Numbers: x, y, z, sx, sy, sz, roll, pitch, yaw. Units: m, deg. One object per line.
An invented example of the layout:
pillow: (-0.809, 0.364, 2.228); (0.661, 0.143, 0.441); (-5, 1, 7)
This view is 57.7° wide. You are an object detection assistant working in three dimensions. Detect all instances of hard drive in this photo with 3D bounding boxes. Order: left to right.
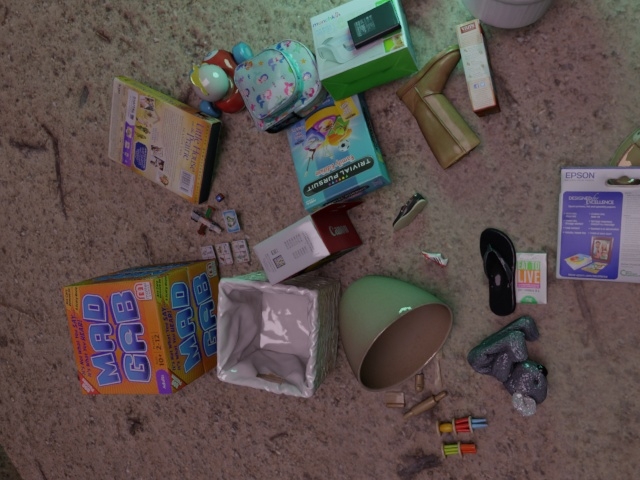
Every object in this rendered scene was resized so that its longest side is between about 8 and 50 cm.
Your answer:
hard drive: (0.146, -0.587, 1.578); (0.135, 0.022, 0.094); (-21, 65, 17)

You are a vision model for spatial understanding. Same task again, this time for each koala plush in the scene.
koala plush: (0.544, 0.362, 1.611); (0.203, 0.196, 0.221); (-39, 81, 32)

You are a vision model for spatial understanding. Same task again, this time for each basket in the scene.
basket: (-0.120, 0.274, 1.812); (0.328, 0.266, 0.331); (5, 96, 21)

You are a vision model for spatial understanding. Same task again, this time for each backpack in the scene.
backpack: (-0.113, -0.463, 1.716); (0.253, 0.191, 0.225); (-26, 86, 11)

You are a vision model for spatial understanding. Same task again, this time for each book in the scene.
book: (0.590, 0.105, 1.643); (0.096, 0.035, 0.144); (0, 97, 26)

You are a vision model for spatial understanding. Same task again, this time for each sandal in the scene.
sandal: (0.506, 0.089, 1.645); (0.097, 0.054, 0.255); (-10, 89, 39)

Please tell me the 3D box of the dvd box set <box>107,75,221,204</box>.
dvd box set: (-0.543, -0.343, 1.983); (0.420, 0.062, 0.308); (26, 122, 17)

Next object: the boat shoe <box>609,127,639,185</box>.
boat shoe: (0.852, -0.256, 1.464); (0.109, 0.098, 0.302); (46, 110, 12)

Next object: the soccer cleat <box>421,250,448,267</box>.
soccer cleat: (0.342, 0.049, 1.736); (0.083, 0.029, 0.036); (31, 97, 13)

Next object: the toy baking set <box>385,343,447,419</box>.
toy baking set: (0.291, 0.432, 1.791); (0.256, 0.030, 0.197); (-33, 83, 21)

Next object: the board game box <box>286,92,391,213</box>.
board game box: (0.041, -0.277, 1.736); (0.253, 0.079, 0.336); (-23, 66, 22)

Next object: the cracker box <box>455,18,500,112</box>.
cracker box: (0.431, -0.462, 1.580); (0.067, 0.155, 0.232); (-12, 91, 22)

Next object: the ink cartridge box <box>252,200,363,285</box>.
ink cartridge box: (0.000, 0.000, 1.712); (0.271, 0.309, 0.130); (-29, 85, 22)

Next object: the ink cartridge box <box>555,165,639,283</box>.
ink cartridge box: (0.784, -0.042, 1.518); (0.303, 0.072, 0.307); (3, 101, 23)

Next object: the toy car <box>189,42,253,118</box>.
toy car: (-0.339, -0.514, 1.834); (0.219, 0.238, 0.210); (-21, 87, 22)

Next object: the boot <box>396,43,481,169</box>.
boot: (0.370, -0.376, 1.648); (0.236, 0.089, 0.269); (-39, 79, 37)

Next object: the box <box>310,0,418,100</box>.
box: (0.124, -0.562, 1.666); (0.262, 0.127, 0.231); (-15, 68, 20)

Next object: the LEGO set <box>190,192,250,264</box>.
LEGO set: (-0.345, -0.037, 1.997); (0.182, 0.060, 0.244); (-10, 103, 22)

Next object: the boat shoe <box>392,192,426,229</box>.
boat shoe: (0.262, -0.085, 1.747); (0.133, 0.049, 0.042); (-50, 49, 25)

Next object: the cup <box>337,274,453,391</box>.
cup: (0.183, 0.235, 1.690); (0.331, 0.331, 0.237); (-56, 48, 17)

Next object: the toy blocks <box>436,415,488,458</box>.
toy blocks: (0.432, 0.589, 1.739); (0.148, 0.054, 0.123); (-13, 90, 22)

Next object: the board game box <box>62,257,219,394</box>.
board game box: (-0.559, 0.276, 1.928); (0.356, 0.356, 0.356); (-6, 96, 22)

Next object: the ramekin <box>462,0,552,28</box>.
ramekin: (0.490, -0.684, 1.494); (0.277, 0.135, 0.277); (0, 70, 1)
